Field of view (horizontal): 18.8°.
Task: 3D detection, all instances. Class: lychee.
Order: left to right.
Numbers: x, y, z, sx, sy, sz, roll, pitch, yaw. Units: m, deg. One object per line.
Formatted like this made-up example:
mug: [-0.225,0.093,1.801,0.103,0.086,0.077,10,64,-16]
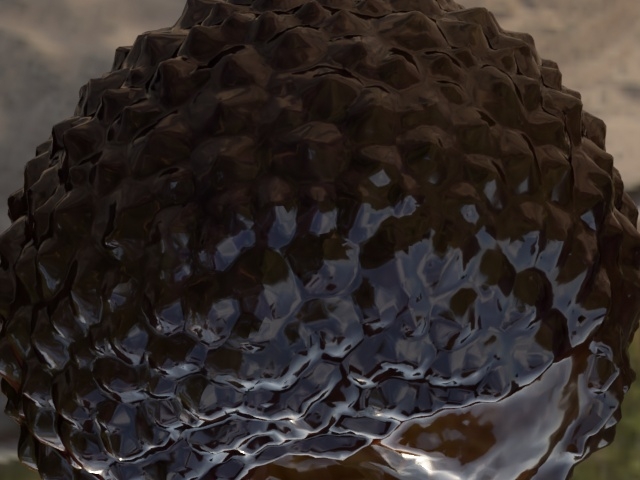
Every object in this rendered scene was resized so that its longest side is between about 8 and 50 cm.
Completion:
lychee: [0.000,0.000,0.563,0.188,0.188,0.188,6,150,3]
